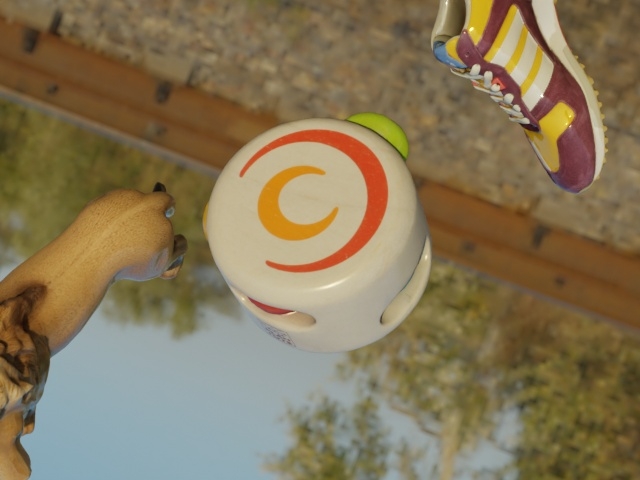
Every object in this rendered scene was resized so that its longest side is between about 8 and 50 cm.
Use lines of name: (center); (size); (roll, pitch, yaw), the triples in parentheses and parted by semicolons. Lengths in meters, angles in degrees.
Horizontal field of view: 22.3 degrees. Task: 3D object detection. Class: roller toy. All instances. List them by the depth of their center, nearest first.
roller toy: (0.000, 0.000, 1.483); (0.209, 0.191, 0.146); (-19, 150, 4)

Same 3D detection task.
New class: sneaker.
sneaker: (0.112, -0.108, 1.009); (0.084, 0.185, 0.069); (-23, -174, -20)

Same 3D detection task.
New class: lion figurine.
lion figurine: (-0.232, 0.052, 1.452); (0.142, 0.392, 0.240); (33, 154, 0)
